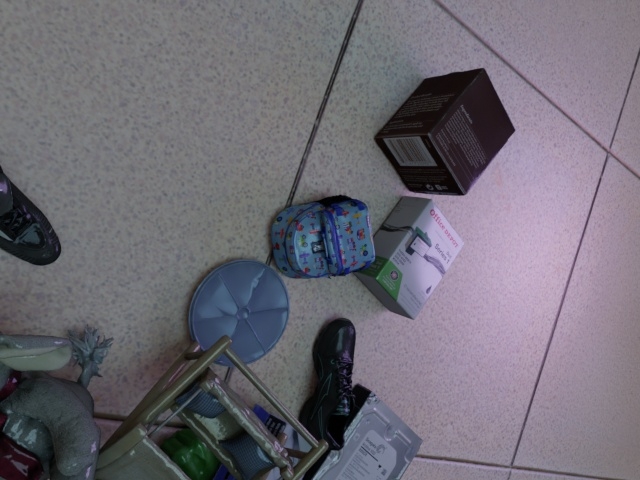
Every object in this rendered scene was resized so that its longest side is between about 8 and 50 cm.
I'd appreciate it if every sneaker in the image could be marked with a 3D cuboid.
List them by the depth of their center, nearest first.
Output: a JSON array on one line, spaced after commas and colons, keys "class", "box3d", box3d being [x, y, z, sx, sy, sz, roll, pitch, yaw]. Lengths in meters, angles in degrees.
[{"class": "sneaker", "box3d": [-0.440, -0.052, 0.711, 0.078, 0.106, 0.234, -42, 117, -21]}, {"class": "sneaker", "box3d": [0.038, 0.295, 1.086, 0.101, 0.106, 0.267, 12, 89, -33]}]

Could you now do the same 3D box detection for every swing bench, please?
[{"class": "swing bench", "box3d": [-0.174, 0.327, 0.816, 0.253, 0.165, 0.254, 50, 57, -11]}]

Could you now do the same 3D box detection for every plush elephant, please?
[{"class": "plush elephant", "box3d": [-0.426, 0.218, 0.677, 0.255, 0.272, 0.330, 46, 43, -44]}]

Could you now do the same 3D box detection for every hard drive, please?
[{"class": "hard drive", "box3d": [0.064, 0.519, 1.164, 0.339, 0.064, 0.237, -51, 121, -18]}]

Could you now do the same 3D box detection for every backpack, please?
[{"class": "backpack", "box3d": [0.000, 0.000, 1.009, 0.173, 0.117, 0.158, -13, 103, -29]}]

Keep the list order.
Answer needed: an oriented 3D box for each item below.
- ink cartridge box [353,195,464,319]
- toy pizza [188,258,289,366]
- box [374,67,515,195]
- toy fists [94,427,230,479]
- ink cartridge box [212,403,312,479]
[{"class": "ink cartridge box", "box3d": [0.194, 0.034, 1.156, 0.160, 0.092, 0.219, 46, 73, -30]}, {"class": "toy pizza", "box3d": [-0.149, 0.133, 0.980, 0.201, 0.032, 0.201, -5, 99, -32]}, {"class": "box", "box3d": [0.262, -0.224, 1.115, 0.203, 0.168, 0.167, -49, 119, -17]}, {"class": "toy fists", "box3d": [-0.271, 0.413, 0.906, 0.279, 0.096, 0.142, -18, 116, -33]}, {"class": "ink cartridge box", "box3d": [-0.110, 0.447, 0.982, 0.223, 0.045, 0.224, -60, 142, -24]}]
